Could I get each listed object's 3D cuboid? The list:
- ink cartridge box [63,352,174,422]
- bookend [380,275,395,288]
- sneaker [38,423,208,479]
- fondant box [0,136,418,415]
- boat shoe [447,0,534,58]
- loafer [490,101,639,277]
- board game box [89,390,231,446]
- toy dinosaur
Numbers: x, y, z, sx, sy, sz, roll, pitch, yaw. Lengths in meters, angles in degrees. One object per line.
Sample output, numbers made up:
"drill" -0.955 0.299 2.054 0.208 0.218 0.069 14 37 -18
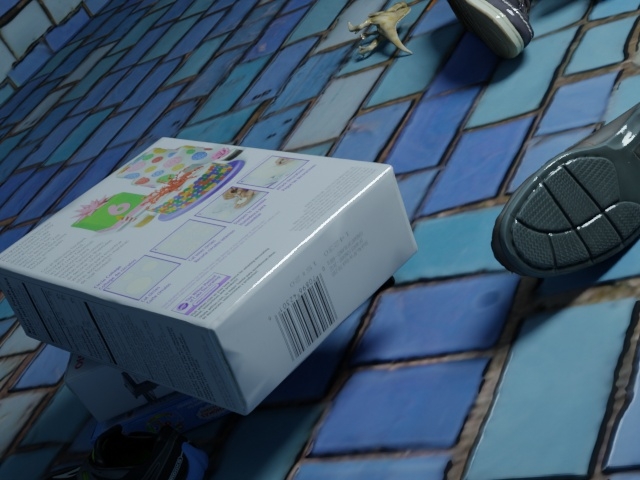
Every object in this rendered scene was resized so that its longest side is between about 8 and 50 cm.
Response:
"ink cartridge box" -0.165 0.100 1.124 0.150 0.063 0.109 -24 28 14
"bookend" 0.000 0.000 1.192 0.156 0.072 0.157 -22 26 22
"sneaker" -0.189 0.205 1.044 0.188 0.078 0.067 -20 28 29
"fondant box" -0.113 0.014 1.052 0.330 0.096 0.238 12 43 43
"boat shoe" 0.220 -0.306 1.447 0.092 0.103 0.285 -36 18 7
"loafer" 0.244 -0.050 0.993 0.267 0.096 0.084 -36 4 -21
"board game box" -0.141 0.121 1.185 0.160 0.039 0.211 -25 28 19
"toy dinosaur" 0.091 -0.312 1.669 0.092 0.053 0.183 -24 27 18
